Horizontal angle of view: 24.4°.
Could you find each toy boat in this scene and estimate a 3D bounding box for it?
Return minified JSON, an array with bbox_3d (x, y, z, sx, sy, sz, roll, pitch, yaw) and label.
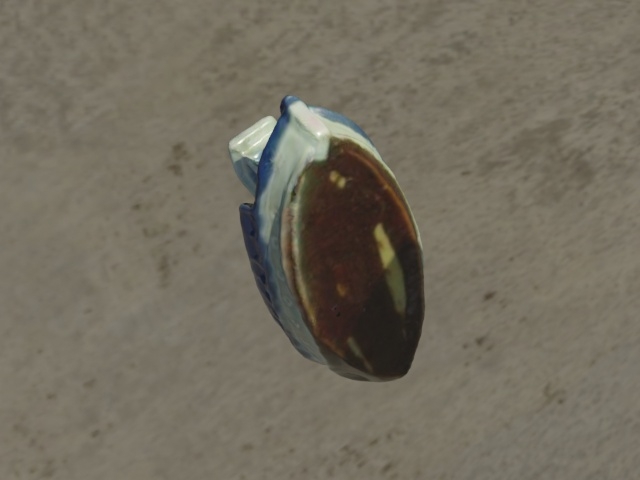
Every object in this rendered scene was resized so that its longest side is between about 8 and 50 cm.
[{"bbox_3d":[0.000,0.000,1.014,0.115,0.114,0.262,37,154,48],"label":"toy boat"}]
